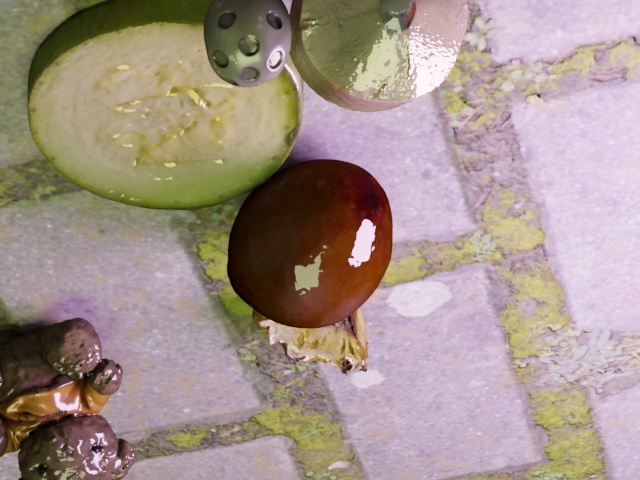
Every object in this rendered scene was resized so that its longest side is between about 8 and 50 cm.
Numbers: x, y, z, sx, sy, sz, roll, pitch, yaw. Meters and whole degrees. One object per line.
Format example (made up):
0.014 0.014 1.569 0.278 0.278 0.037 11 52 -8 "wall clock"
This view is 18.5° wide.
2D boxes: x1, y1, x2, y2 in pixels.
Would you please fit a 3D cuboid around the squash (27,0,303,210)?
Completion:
-0.139 -0.124 1.769 0.252 0.049 0.252 -3 142 -2 "squash"

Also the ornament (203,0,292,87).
-0.059 -0.191 1.602 0.075 0.156 0.081 1 142 -7 "ornament"

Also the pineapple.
-0.001 0.085 2.044 0.137 0.069 0.116 16 139 -23 "pineapple"

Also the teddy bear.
-0.282 0.185 2.052 0.177 0.190 0.140 -23 173 -6 "teddy bear"

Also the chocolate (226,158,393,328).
0.000 0.000 1.859 0.177 0.177 0.177 -3 143 -2 "chocolate"

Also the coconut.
0.047 -0.180 1.625 0.147 0.147 0.152 0 175 -7 "coconut"
